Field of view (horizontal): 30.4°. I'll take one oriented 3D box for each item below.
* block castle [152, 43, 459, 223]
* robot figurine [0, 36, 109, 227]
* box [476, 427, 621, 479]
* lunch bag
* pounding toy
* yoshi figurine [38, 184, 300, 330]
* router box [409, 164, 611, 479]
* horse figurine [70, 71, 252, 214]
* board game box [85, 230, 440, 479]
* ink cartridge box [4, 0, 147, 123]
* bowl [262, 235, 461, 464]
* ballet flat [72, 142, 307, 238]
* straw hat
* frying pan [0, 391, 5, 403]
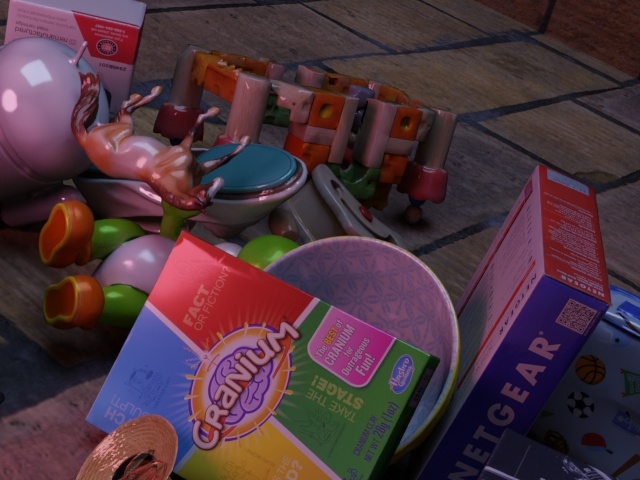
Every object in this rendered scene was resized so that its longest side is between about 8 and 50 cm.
[{"bbox_3d":[-0.019,-0.168,1.971,0.453,0.212,0.303,5,16,-34],"label":"block castle"},{"bbox_3d":[-0.437,-0.157,1.618,0.353,0.300,0.200,-16,22,25],"label":"robot figurine"},{"bbox_3d":[0.245,0.384,1.099,0.312,0.179,0.343,22,27,15],"label":"box"},{"bbox_3d":[0.415,0.201,1.465,0.303,0.243,0.115,28,30,23],"label":"lunch bag"},{"bbox_3d":[0.000,0.000,1.726,0.269,0.155,0.154,34,22,-44],"label":"pounding toy"},{"bbox_3d":[-0.155,0.039,1.490,0.362,0.203,0.203,8,17,-36],"label":"yoshi figurine"},{"bbox_3d":[0.220,0.116,1.413,0.082,0.335,0.301,25,28,-3],"label":"router box"},{"bbox_3d":[-0.214,-0.121,1.477,0.263,0.066,0.174,23,50,15],"label":"horse figurine"},{"bbox_3d":[-0.065,0.164,1.281,0.317,0.242,0.064,25,-3,19],"label":"board game box"},{"bbox_3d":[-0.395,-0.249,1.839,0.197,0.273,0.114,11,31,-10],"label":"ink cartridge box"},{"bbox_3d":[0.036,0.156,1.403,0.289,0.289,0.156,32,-12,27],"label":"bowl"},{"bbox_3d":[-0.176,-0.067,1.665,0.400,0.139,0.139,6,19,31],"label":"ballet flat"},{"bbox_3d":[-0.186,0.255,1.226,0.061,0.144,0.144,50,10,-31],"label":"straw hat"},{"bbox_3d":[-0.504,0.193,1.187,0.197,0.053,0.326,27,27,19],"label":"frying pan"}]
